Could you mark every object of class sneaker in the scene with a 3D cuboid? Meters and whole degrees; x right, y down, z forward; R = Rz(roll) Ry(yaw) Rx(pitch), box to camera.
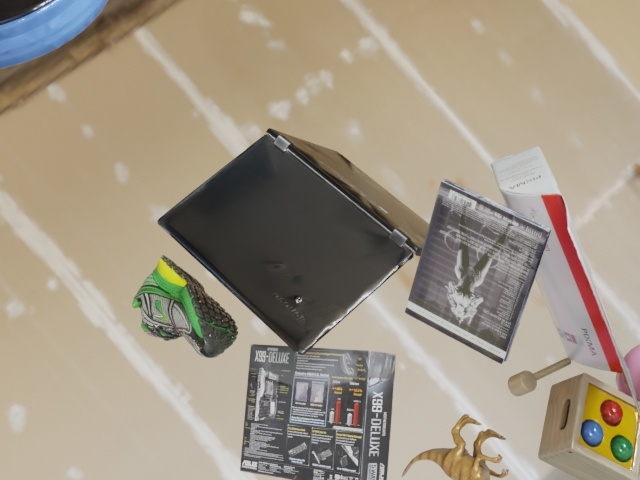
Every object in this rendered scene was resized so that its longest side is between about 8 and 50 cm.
[{"bbox_3d":[-0.283,0.163,2.275,0.146,0.134,0.343,-52,33,0],"label":"sneaker"}]

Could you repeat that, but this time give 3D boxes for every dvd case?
[{"bbox_3d":[0.213,0.044,1.522,0.018,0.164,0.221,-30,-40,-50],"label":"dvd case"}]

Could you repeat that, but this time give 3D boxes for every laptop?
[{"bbox_3d":[0.000,0.000,2.005,0.236,0.382,0.408,-56,-27,13],"label":"laptop"}]

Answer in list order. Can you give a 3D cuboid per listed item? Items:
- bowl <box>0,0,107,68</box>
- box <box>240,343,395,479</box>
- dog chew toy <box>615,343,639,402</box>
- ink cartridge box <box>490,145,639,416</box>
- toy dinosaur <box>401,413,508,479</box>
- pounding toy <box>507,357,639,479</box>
[{"bbox_3d":[-0.556,-0.449,1.910,0.391,0.391,0.077,-40,-35,-22],"label":"bowl"},{"bbox_3d":[-0.010,0.315,2.000,0.307,0.243,0.076,-3,-10,43],"label":"box"},{"bbox_3d":[0.599,0.222,1.683,0.206,0.207,0.331,-39,21,-31],"label":"dog chew toy"},{"bbox_3d":[0.356,0.059,1.625,0.091,0.308,0.385,-21,18,13],"label":"ink cartridge box"},{"bbox_3d":[0.180,0.288,1.454,0.211,0.064,0.112,17,74,55],"label":"toy dinosaur"},{"bbox_3d":[0.392,0.250,1.680,0.094,0.206,0.181,-37,29,55],"label":"pounding toy"}]
